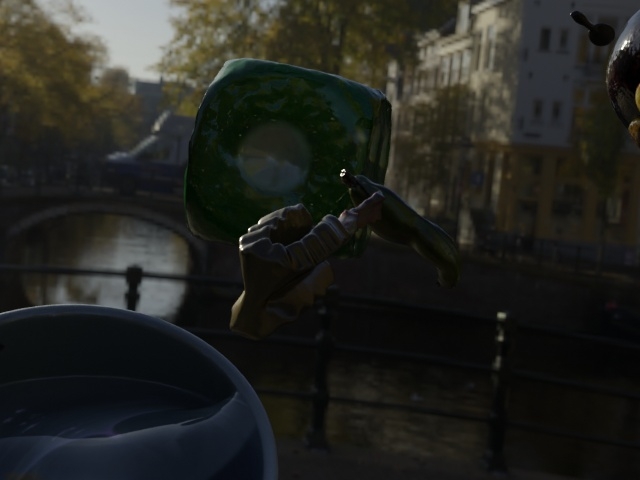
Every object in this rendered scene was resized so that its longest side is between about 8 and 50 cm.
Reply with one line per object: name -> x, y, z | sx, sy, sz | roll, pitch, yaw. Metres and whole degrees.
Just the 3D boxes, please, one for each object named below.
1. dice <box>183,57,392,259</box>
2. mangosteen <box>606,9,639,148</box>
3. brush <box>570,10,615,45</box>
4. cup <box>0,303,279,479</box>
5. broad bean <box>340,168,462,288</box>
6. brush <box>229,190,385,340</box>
dice -> -0.048, -0.125, 1.734 | 0.287, 0.297, 0.300 | 10, 0, 10
mangosteen -> 0.563, -0.220, 1.611 | 0.275, 0.302, 0.275 | 18, -32, 11
brush -> 0.261, -0.204, 1.016 | 0.083, 0.024, 0.008 | 14, 41, -49
cup -> -0.138, 0.213, 0.593 | 0.205, 0.312, 0.205 | 5, 40, -4
broad bean -> 0.106, -0.018, 1.354 | 0.070, 0.213, 0.048 | -36, 13, 46
brush -> 0.000, 0.000, 0.914 | 0.071, 0.084, 0.301 | 21, 22, 15
